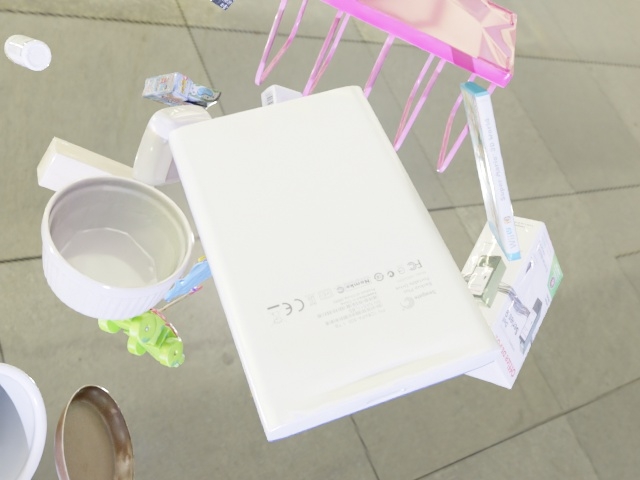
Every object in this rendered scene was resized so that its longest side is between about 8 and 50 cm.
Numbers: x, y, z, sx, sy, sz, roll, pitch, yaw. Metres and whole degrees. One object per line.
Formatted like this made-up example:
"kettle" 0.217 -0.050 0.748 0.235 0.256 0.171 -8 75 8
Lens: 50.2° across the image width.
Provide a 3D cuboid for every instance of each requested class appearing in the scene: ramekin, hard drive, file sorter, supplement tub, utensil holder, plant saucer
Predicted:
"ramekin" -0.299 0.016 0.986 0.207 0.109 0.207 18 45 -18
"hard drive" 0.000 0.000 0.641 0.210 0.040 0.319 -16 61 -13
"file sorter" 0.084 -0.250 0.912 0.290 0.182 0.202 25 41 -2
"supplement tub" -0.695 -0.447 1.624 0.107 0.071 0.071 26 33 38
"utensil holder" -0.855 0.406 1.481 0.327 0.385 0.328 -10 101 -62
"plant saucer" -0.522 0.490 1.570 0.050 0.311 0.311 -17 62 7

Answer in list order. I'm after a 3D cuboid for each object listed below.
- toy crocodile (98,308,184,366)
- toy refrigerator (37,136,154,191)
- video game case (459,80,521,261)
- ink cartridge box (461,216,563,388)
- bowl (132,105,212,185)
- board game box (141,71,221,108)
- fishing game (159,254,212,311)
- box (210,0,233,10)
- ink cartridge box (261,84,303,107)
"toy crocodile" -0.392 0.197 1.544 0.115 0.341 0.105 13 63 23
"toy refrigerator" -0.577 -0.159 1.766 0.269 0.102 0.094 21 25 -36
"video game case" 0.172 -0.075 0.697 0.119 0.015 0.166 -78 153 -72
"ink cartridge box" 0.369 0.125 1.397 0.289 0.121 0.211 -59 138 -19
"bowl" -0.240 -0.154 1.153 0.053 0.142 0.142 36 28 18
"board game box" -0.392 -0.420 1.949 0.194 0.194 0.060 14 87 -25
"fishing game" -0.295 0.078 1.597 0.189 0.264 0.041 -33 81 -41
"box" -0.259 -0.673 1.829 0.052 0.062 0.083 22 44 -38
"ink cartridge box" -0.031 -0.245 1.600 0.232 0.066 0.189 4 73 -42
